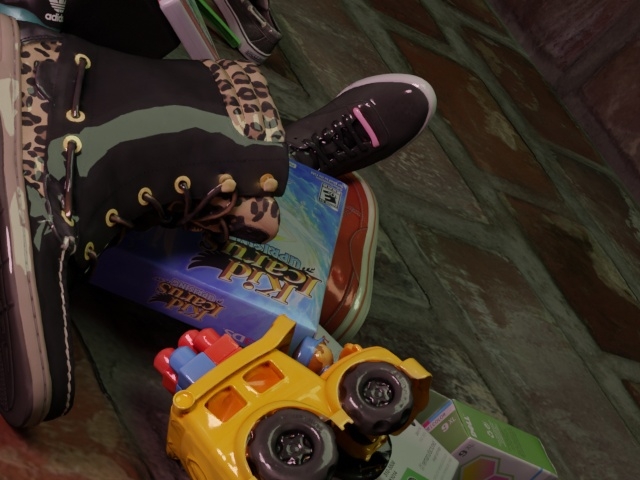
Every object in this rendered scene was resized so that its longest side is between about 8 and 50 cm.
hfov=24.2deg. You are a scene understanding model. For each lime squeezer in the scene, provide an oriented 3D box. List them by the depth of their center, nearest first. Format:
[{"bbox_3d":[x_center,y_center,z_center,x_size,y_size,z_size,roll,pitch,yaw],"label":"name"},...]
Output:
[{"bbox_3d":[-0.226,-0.369,2.122,0.310,0.059,0.110,19,34,-49],"label":"lime squeezer"}]

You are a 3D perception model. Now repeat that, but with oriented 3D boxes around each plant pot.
[{"bbox_3d":[-0.269,-0.278,1.743,0.167,0.188,0.187,41,19,-45],"label":"plant pot"}]

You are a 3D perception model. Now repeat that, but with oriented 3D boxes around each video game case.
[{"bbox_3d":[-0.116,-0.020,1.499,0.270,0.061,0.244,23,39,-8],"label":"video game case"},{"bbox_3d":[-0.186,-0.324,1.766,0.285,0.025,0.204,66,3,30],"label":"video game case"}]

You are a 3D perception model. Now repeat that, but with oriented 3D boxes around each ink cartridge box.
[{"bbox_3d":[0.020,0.204,1.511,0.219,0.092,0.160,45,22,0],"label":"ink cartridge box"},{"bbox_3d":[0.151,0.243,1.651,0.209,0.109,0.062,28,27,-37],"label":"ink cartridge box"}]

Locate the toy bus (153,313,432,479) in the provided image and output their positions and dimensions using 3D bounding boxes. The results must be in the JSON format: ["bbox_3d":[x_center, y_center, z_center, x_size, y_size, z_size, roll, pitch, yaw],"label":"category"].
[{"bbox_3d":[-0.041,0.145,1.358,0.220,0.149,0.211,-33,67,-26],"label":"toy bus"}]

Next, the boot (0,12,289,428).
[{"bbox_3d":[-0.168,-0.023,1.322,0.284,0.138,0.377,2,61,-28],"label":"boot"}]

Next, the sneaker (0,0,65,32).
[{"bbox_3d":[-0.385,-0.295,1.580,0.302,0.121,0.108,36,16,16],"label":"sneaker"}]

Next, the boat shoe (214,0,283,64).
[{"bbox_3d":[-0.109,-0.361,2.290,0.078,0.070,0.219,23,31,-44],"label":"boat shoe"}]

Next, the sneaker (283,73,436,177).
[{"bbox_3d":[0.001,-0.101,1.793,0.104,0.296,0.147,60,31,-16],"label":"sneaker"}]

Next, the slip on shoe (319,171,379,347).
[{"bbox_3d":[0.000,0.000,1.810,0.101,0.123,0.331,33,30,-19],"label":"slip on shoe"}]
